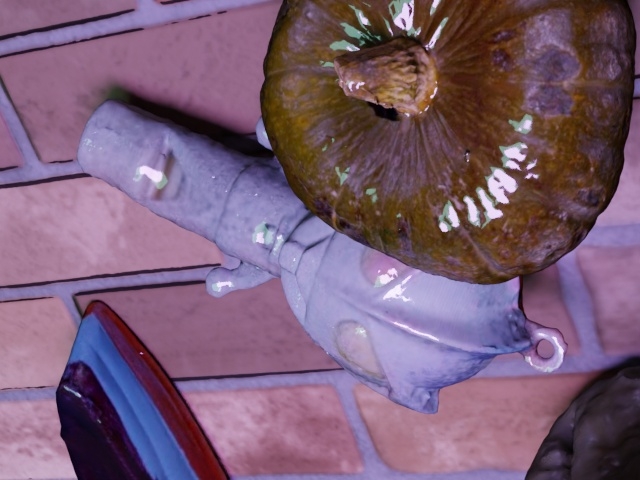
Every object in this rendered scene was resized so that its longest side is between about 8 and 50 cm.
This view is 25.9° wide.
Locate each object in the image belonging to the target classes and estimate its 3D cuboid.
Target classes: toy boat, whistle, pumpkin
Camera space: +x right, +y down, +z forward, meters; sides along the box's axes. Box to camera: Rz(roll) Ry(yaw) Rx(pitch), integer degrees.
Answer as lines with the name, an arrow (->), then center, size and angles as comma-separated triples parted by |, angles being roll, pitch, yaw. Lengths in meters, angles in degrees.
toy boat -> -0.132, 0.228, 1.146 | 0.136, 0.079, 0.392 | -3, 124, 24
whistle -> 0.000, 0.000, 0.899 | 0.346, 0.134, 0.142 | 26, 133, 18
pumpkin -> 0.062, -0.090, 0.752 | 0.219, 0.162, 0.218 | 0, 91, 33

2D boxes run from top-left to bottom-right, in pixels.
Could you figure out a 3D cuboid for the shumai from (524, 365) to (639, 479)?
shumai -> 0.207, 0.158, 0.820 | 0.225, 0.260, 0.222 | -37, 130, 12
